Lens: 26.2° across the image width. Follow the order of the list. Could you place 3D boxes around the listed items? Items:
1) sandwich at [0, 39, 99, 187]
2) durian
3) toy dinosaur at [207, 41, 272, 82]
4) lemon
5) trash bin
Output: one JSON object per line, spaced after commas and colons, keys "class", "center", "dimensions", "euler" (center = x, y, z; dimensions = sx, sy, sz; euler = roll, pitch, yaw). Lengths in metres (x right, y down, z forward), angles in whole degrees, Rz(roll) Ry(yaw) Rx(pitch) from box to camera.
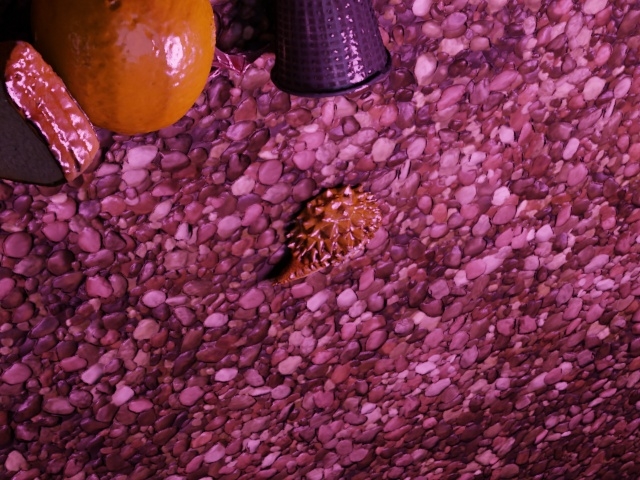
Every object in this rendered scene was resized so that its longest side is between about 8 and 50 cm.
{"class": "sandwich", "center": [-0.412, -0.167, 1.701], "dimensions": [0.087, 0.251, 0.226], "euler": [-59, 143, -29]}
{"class": "durian", "center": [0.009, 0.009, 2.221], "dimensions": [0.224, 0.078, 0.140], "euler": [-47, 135, 10]}
{"class": "toy dinosaur", "center": [-0.172, -0.248, 1.924], "dimensions": [0.220, 0.032, 0.108], "euler": [-16, 138, -6]}
{"class": "lemon", "center": [-0.246, -0.262, 1.725], "dimensions": [0.236, 0.236, 0.263], "euler": [-22, 162, -13]}
{"class": "trash bin", "center": [0.004, -0.304, 1.899], "dimensions": [0.175, 0.175, 0.161], "euler": [-21, 125, -15]}
